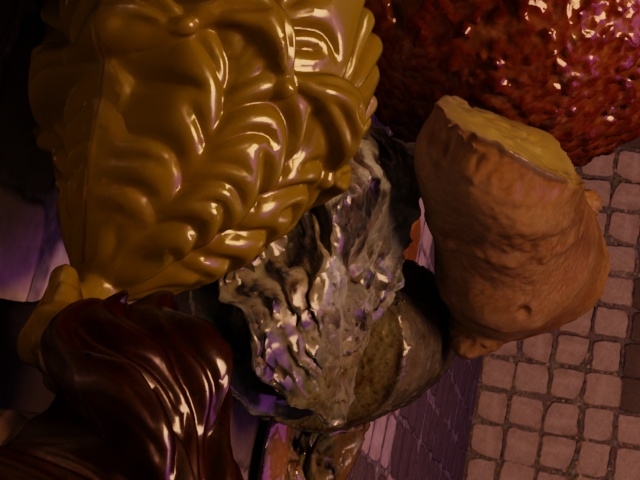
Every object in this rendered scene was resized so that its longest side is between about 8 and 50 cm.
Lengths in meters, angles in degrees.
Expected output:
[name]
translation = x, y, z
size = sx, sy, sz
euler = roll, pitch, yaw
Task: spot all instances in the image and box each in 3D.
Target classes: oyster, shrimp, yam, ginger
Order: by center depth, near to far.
[oyster]
translation = 0.000, 0.000, 0.723
size = 0.198, 0.112, 0.268
euler = 43, 46, -40
[ginger]
translation = 0.154, -0.007, 0.831
size = 0.190, 0.126, 0.354
euler = -45, 147, -7
[yam]
translation = 0.038, 0.084, 0.911
size = 0.254, 0.154, 0.154
euler = -1, 98, -73
[shrimp]
translation = 0.000, 0.179, 1.011
size = 0.296, 0.058, 0.169
euler = -50, 142, -56

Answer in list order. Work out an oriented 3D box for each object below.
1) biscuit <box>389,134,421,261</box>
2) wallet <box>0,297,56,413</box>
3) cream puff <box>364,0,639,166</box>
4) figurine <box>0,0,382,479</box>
[biscuit]
translation = 0.071, 0.046, 1.203
size = 0.340, 0.047, 0.216
euler = 78, 28, -56
[wallet]
translation = -0.166, 0.176, 0.433
size = 0.165, 0.042, 0.310
euler = 18, 78, -74
[cream puff]
translation = 0.168, -0.173, 0.921
size = 0.350, 0.350, 0.229
euler = 40, 53, -72
[figurine]
translation = -0.081, 0.028, 0.422
size = 0.187, 0.168, 0.315
euler = 110, -5, -59
